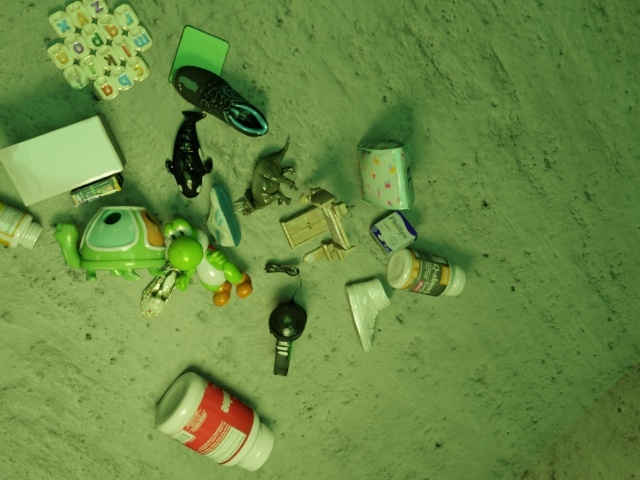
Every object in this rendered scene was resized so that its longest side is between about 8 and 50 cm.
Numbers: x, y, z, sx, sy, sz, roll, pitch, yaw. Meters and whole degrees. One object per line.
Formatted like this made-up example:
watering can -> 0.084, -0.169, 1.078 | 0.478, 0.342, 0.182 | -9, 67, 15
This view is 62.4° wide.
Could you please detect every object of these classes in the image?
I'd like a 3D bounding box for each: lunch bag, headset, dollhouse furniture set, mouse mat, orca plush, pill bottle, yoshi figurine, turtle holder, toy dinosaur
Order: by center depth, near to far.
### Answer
pill bottle -> -0.969, -0.053, 1.608 | 0.215, 0.117, 0.117 | 28, 95, -22
turtle holder -> -0.651, 0.007, 1.685 | 0.243, 0.321, 0.227 | -4, 93, -60
mouse mat -> -0.391, -0.575, 1.704 | 0.153, 0.007, 0.189 | 17, 98, -21
orca plush -> -0.417, -0.275, 1.726 | 0.151, 0.102, 0.287 | 15, 100, -20
yoshi figurine -> -0.388, 0.089, 1.744 | 0.203, 0.203, 0.362 | -50, 127, -18
dollhouse furniture set -> 0.000, 0.000, 1.794 | 0.174, 0.355, 0.303 | -27, 111, -8
toy dinosaur -> -0.174, -0.205, 1.813 | 0.161, 0.121, 0.313 | 17, 102, -27
lunch bag -> 0.241, -0.233, 1.855 | 0.160, 0.262, 0.223 | -12, 107, -14
headset -> -0.143, 0.287, 1.914 | 0.186, 0.243, 0.393 | 9, 87, 1
pill bottle -> -0.375, 0.675, 1.931 | 0.408, 0.229, 0.229 | 40, 91, -23
pill bottle -> 0.414, 0.131, 2.062 | 0.279, 0.162, 0.162 | 13, 101, -19

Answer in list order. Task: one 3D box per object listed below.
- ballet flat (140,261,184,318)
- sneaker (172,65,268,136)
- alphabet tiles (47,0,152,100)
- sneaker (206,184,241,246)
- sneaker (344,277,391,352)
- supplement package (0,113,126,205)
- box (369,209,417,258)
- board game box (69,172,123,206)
ballet flat -> -0.551, 0.174, 1.822 | 0.091, 0.077, 0.240 | 27, 96, -22
sneaker -> -0.307, -0.446, 1.688 | 0.341, 0.139, 0.125 | 27, 97, -23
alphabet tiles -> -0.667, -0.588, 1.607 | 0.284, 0.021, 0.277 | -34, 111, -6
sneaker -> -0.345, -0.079, 1.797 | 0.092, 0.087, 0.228 | -2, 116, 18
sneaker -> 0.208, 0.293, 2.072 | 0.169, 0.108, 0.292 | -16, 108, -9
supplement package -> -0.763, -0.248, 1.586 | 0.293, 0.177, 0.175 | -23, 110, -9
box -> 0.274, -0.025, 1.990 | 0.137, 0.072, 0.126 | -33, 70, -7
board game box -> -0.689, -0.166, 1.635 | 0.141, 0.170, 0.048 | -24, 112, -9
